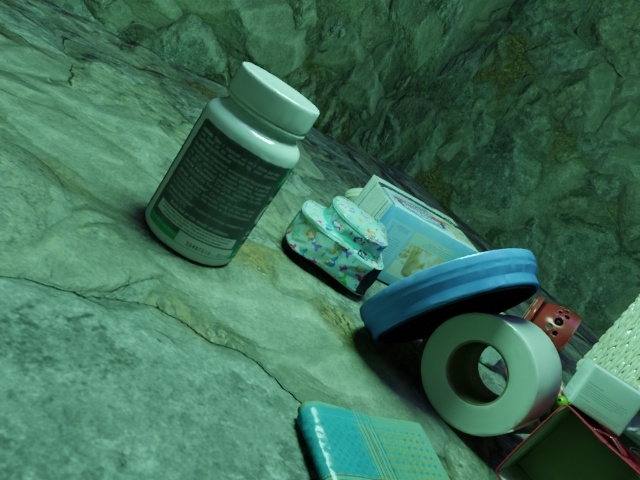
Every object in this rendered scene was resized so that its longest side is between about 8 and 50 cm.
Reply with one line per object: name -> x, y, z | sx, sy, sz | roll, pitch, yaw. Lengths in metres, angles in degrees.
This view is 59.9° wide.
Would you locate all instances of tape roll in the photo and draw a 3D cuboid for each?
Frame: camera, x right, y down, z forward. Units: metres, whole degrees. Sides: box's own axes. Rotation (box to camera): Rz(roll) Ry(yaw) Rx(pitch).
tape roll -> 0.359, 0.274, 1.167 | 0.169, 0.246, 0.246 | 11, 29, -52

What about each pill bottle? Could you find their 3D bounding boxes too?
pill bottle -> -0.171, -0.146, 1.085 | 0.204, 0.361, 0.204 | 32, 18, -12

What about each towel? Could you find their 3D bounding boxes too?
towel -> 0.120, 0.392, 0.768 | 0.272, 0.040, 0.370 | 23, 23, -31

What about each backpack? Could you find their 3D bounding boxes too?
backpack -> 0.044, -0.003, 1.426 | 0.254, 0.191, 0.225 | 28, 19, -6

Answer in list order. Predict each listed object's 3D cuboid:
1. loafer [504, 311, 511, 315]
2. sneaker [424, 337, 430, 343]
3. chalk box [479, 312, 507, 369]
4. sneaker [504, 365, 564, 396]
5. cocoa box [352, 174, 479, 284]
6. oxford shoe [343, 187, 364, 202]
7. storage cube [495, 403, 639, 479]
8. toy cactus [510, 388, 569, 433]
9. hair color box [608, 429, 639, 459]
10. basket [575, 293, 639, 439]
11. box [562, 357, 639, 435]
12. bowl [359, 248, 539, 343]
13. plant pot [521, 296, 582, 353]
loafer -> 0.610, 0.254, 1.957 | 0.223, 0.076, 0.078 | 34, 8, -15
sneaker -> 0.306, 0.245, 1.475 | 0.071, 0.066, 0.188 | 50, 20, -11
chalk box -> 0.433, 0.237, 1.585 | 0.213, 0.132, 0.132 | 35, 18, -6
sneaker -> 0.579, 0.411, 1.434 | 0.136, 0.115, 0.313 | 19, 24, -38
cocoa box -> 0.259, 0.004, 1.702 | 0.347, 0.231, 0.228 | 27, 20, -25
oxford shoe -> 0.219, -0.064, 2.010 | 0.449, 0.169, 0.129 | 23, 64, -54
storage cube -> 0.478, 0.436, 1.037 | 0.183, 0.215, 0.193 | 47, 14, 34
toy cactus -> 0.507, 0.393, 1.249 | 0.219, 0.181, 0.112 | 55, 24, -61
hair color box -> 0.875, 0.530, 1.671 | 0.185, 0.113, 0.374 | 40, 19, 15
basket -> 0.958, 0.374, 1.505 | 0.332, 0.328, 0.266 | 30, 16, -14
box -> 0.519, 0.284, 1.023 | 0.101, 0.087, 0.102 | 34, 7, 16
bowl -> 0.281, 0.133, 1.200 | 0.391, 0.391, 0.077 | 12, 55, -52
plant pot -> 0.825, 0.313, 2.027 | 0.174, 0.191, 0.191 | 34, 16, 19
